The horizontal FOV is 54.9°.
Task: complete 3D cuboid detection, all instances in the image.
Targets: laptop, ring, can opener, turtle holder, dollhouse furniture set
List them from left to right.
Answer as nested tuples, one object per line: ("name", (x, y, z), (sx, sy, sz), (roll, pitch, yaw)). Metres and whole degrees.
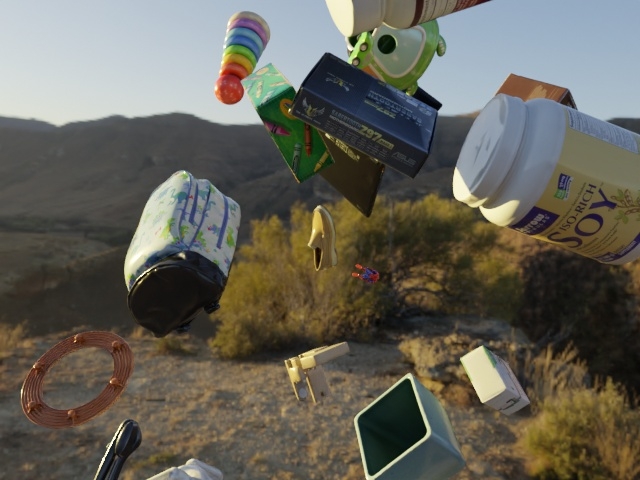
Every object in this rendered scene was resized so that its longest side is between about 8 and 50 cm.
("ring", (-0.719, 0.398, 1.820), (0.336, 0.032, 0.337), (-7, 44, 7))
("can opener", (-0.425, 0.454, 1.258), (0.059, 0.186, 0.073), (19, -15, 23))
("dollhouse furniture set", (0.004, 0.325, 1.470), (0.144, 0.123, 0.151), (-13, -8, -45))
("laptop", (0.155, -0.372, 2.137), (0.236, 0.408, 0.382), (-29, 60, -31))
("turtle holder", (0.216, -0.582, 1.739), (0.227, 0.243, 0.320), (12, -38, -42))

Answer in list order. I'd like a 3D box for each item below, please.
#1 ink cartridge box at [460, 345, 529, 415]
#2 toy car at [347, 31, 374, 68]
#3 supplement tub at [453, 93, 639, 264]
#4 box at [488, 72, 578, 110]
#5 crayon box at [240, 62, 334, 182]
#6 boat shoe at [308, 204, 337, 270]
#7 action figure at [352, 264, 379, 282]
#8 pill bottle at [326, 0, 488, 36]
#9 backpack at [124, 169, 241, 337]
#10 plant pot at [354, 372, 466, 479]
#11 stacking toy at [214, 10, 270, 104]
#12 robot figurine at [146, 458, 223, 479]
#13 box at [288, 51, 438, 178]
("ink cartridge box", (0.554, 0.446, 1.950), (0.092, 0.160, 0.219), (-37, -40, 18))
("toy car", (0.081, -0.417, 1.550), (0.053, 0.225, 0.239), (19, 35, -19))
("supplement tub", (0.438, -0.114, 1.124), (0.331, 0.241, 0.241), (19, 3, -7))
("box", (0.616, -0.356, 1.808), (0.203, 0.167, 0.168), (34, -3, 42))
("crayon box", (-0.070, -0.240, 1.217), (0.081, 0.165, 0.278), (-31, 27, 2))
("boat shoe", (0.000, 0.000, 1.662), (0.072, 0.190, 0.068), (-24, 30, -24))
("action figure", (0.125, 0.090, 1.636), (0.030, 0.038, 0.115), (17, -4, 38))
("pill bottle", (0.207, -0.538, 1.176), (0.392, 0.224, 0.224), (-20, 8, -7))
("backpack", (-0.321, 0.005, 1.472), (0.290, 0.273, 0.355), (-35, 18, 37))
("plant pot", (0.290, 0.607, 1.849), (0.252, 0.248, 0.247), (38, 20, -26))
("stacking toy", (-0.252, -0.548, 1.881), (0.141, 0.330, 0.141), (8, -35, 5))
("robot figurine", (-0.298, 0.705, 1.569), (0.199, 0.353, 0.300), (-27, 37, 19))
("box", (0.080, -0.216, 1.037), (0.232, 0.059, 0.183), (27, 37, -2))
